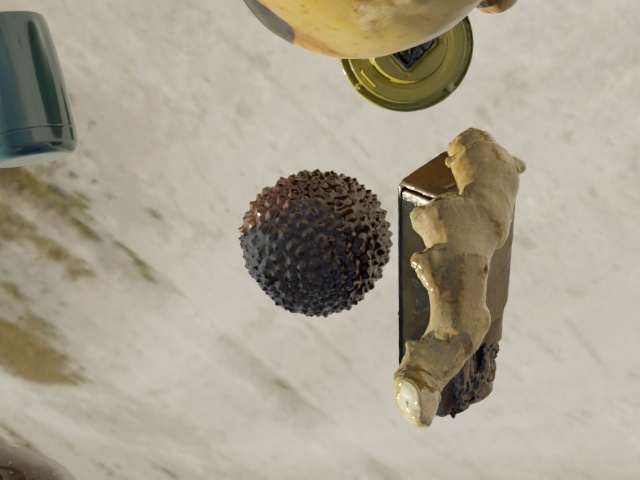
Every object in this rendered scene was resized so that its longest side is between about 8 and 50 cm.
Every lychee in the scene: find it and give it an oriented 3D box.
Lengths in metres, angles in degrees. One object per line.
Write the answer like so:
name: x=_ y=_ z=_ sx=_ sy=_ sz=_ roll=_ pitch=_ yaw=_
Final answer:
lychee: x=0.000 y=0.000 z=1.263 sx=0.188 sy=0.188 sz=0.188 roll=27 pitch=161 yaw=10

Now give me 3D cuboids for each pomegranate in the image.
pomegranate: x=0.079 y=-0.386 z=1.260 sx=0.410 sy=0.410 sz=0.410 roll=27 pitch=161 yaw=10

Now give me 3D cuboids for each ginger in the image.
ginger: x=0.105 y=0.022 z=0.859 sx=0.089 sy=0.288 sz=0.075 roll=20 pitch=152 yaw=2

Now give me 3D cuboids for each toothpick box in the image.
toothpick box: x=-0.375 y=-0.189 z=1.313 sx=0.120 sy=0.184 sz=0.120 roll=-12 pitch=180 yaw=0

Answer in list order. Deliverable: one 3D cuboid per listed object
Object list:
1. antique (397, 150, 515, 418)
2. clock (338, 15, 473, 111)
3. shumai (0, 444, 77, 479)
antique: x=0.146 y=0.061 z=1.162 sx=0.093 sy=0.087 sz=0.310 roll=26 pitch=134 yaw=34
clock: x=0.144 y=-0.328 z=1.757 sx=0.237 sy=0.237 sz=0.057 roll=33 pitch=-176 yaw=-8
shumai: x=-0.416 y=0.432 z=1.348 sx=0.397 sy=0.323 sz=0.324 roll=41 pitch=164 yaw=-30
